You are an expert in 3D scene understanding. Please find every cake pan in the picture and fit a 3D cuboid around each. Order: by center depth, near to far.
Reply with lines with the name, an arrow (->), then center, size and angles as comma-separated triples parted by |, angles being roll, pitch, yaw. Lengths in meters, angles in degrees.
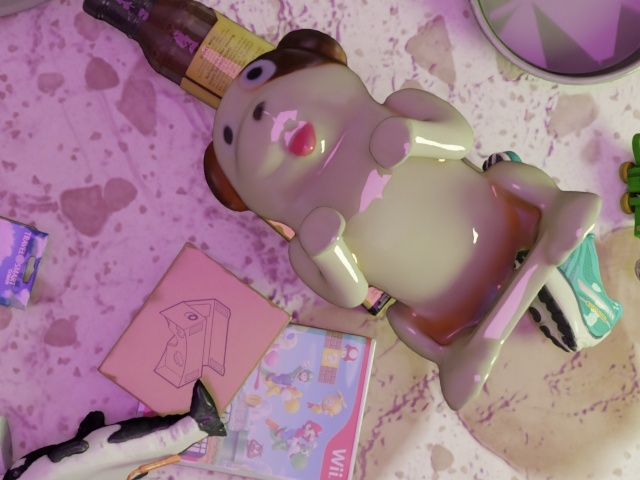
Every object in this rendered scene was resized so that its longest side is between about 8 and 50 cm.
cake pan -> 0.328, -0.341, 1.947 | 0.293, 0.054, 0.293 | 0, 87, -1

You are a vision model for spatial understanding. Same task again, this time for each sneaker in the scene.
sneaker -> 0.289, 0.007, 1.925 | 0.110, 0.107, 0.275 | -29, 93, -21

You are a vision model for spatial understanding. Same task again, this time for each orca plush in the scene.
orca plush -> -0.268, 0.239, 1.871 | 0.287, 0.151, 0.102 | -31, 53, 11

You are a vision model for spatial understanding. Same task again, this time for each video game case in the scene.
video game case -> -0.086, 0.200, 1.932 | 0.285, 0.025, 0.204 | 10, 87, -1

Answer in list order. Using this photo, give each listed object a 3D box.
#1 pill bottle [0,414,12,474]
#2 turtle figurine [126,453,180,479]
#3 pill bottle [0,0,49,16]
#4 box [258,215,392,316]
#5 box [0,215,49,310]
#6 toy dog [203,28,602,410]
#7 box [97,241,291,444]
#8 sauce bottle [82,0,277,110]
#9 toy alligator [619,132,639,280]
pill bottle -> -0.482, 0.266, 1.882 | 0.184, 0.103, 0.103 | -7, 88, -1
turtle figurine -> -0.139, 0.394, 1.877 | 0.269, 0.087, 0.217 | 18, 101, -28
pill bottle -> -0.439, -0.468, 1.859 | 0.210, 0.210, 0.363 | -16, 88, -2
box -> 0.000, 0.000, 1.911 | 0.232, 0.087, 0.058 | 42, 88, 0
box -> -0.442, 0.015, 1.922 | 0.178, 0.042, 0.109 | 17, 88, -1
toy dog -> 0.070, -0.070, 1.738 | 0.408, 0.395, 0.284 | 34, 107, -7
box -> -0.160, 0.129, 1.910 | 0.164, 0.021, 0.201 | 36, 88, 1
sauce bottle -> -0.136, -0.231, 1.904 | 0.344, 0.111, 0.111 | 33, 87, -1
toy alligator -> 0.422, -0.043, 1.941 | 0.051, 0.056, 0.189 | 0, 87, -42
